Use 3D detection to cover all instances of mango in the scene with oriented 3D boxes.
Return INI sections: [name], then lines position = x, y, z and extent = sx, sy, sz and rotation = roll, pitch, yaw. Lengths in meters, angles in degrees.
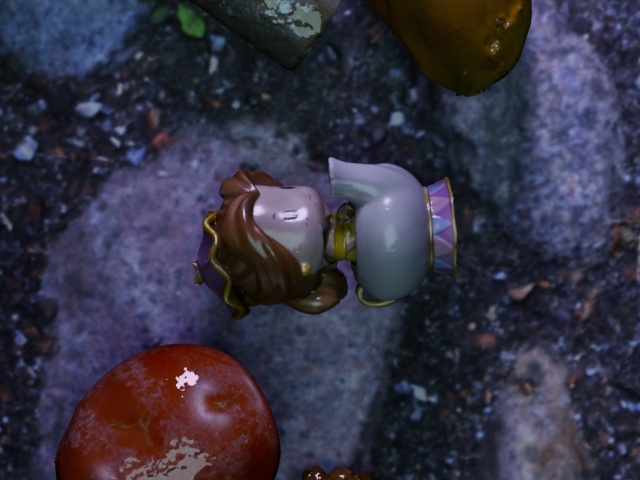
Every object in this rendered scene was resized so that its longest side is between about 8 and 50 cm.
[mango]
position = 0.111, -0.256, 1.856
extent = 0.156, 0.151, 0.248
rotation = -16, 109, 32

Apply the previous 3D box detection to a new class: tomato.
[tomato]
position = -0.143, 0.219, 1.879
extent = 0.232, 0.232, 0.188
rotation = -40, 60, 5

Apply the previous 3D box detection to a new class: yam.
[yam]
position = -0.078, -0.259, 1.855
extent = 0.194, 0.107, 0.107
rotation = 35, 97, -8

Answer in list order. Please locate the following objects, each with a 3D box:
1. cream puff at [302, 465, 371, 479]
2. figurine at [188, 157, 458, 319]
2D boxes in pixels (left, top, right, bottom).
[cream puff]
position = 0.019, 0.288, 1.963
extent = 0.122, 0.094, 0.116
rotation = -10, 103, -5
[figurine]
position = 0.000, 0.000, 1.890
extent = 0.263, 0.142, 0.189
rotation = -6, 123, -1
